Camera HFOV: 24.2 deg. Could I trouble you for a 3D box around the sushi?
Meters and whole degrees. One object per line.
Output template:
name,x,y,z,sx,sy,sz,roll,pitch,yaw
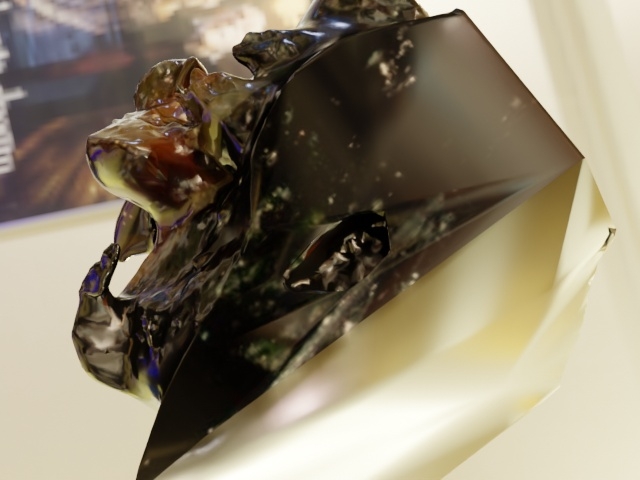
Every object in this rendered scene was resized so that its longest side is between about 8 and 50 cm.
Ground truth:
sushi,0.000,0.000,0.691,0.212,0.215,0.227,57,5,25
